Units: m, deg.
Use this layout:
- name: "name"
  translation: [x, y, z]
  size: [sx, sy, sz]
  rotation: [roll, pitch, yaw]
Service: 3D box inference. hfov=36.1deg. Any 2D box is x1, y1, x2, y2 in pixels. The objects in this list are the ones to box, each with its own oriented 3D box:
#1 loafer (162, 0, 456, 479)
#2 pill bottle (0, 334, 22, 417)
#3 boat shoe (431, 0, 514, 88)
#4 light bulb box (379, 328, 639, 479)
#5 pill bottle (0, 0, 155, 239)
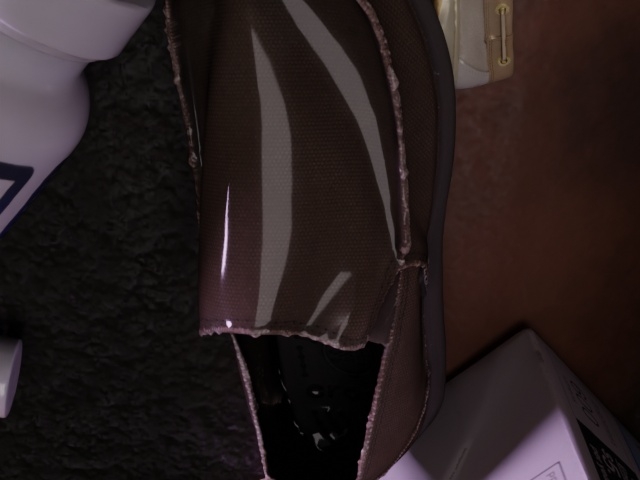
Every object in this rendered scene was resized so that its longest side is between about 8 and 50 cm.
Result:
- name: "loafer"
  translation: [0.000, 0.000, 0.512]
  size: [0.134, 0.130, 0.366]
  rotation: [1, 123, 24]
- name: "pill bottle"
  translation: [-0.247, 0.075, 0.594]
  size: [0.120, 0.067, 0.067]
  rotation: [10, 118, -9]
- name: "boat shoe"
  translation: [0.083, -0.155, 0.496]
  size: [0.059, 0.063, 0.170]
  rotation: [-3, 129, -5]
- name: "light bulb box"
  translation: [0.178, 0.317, 0.595]
  size: [0.225, 0.358, 0.361]
  rotation: [-38, 116, 18]
- name: "pill bottle"
  translation: [-0.208, -0.056, 0.475]
  size: [0.153, 0.153, 0.264]
  rotation: [37, 110, -22]
